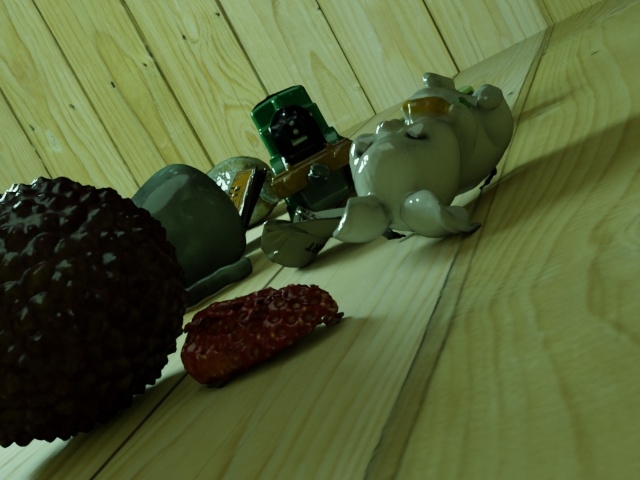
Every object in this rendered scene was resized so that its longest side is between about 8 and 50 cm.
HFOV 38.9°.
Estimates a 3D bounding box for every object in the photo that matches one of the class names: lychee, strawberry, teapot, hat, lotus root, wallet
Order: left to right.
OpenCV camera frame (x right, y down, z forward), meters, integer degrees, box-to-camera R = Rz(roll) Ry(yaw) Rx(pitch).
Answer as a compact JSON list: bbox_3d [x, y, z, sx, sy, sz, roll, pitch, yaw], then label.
[{"bbox_3d":[-0.311,0.080,1.063,0.306,0.306,0.330,-24,33,27],"label":"lychee"},{"bbox_3d":[-0.269,0.044,1.611,0.285,0.305,0.223,-42,-22,-30],"label":"teapot"},{"bbox_3d":[-0.221,-0.101,2.169,0.175,0.175,0.349,-36,9,-40],"label":"lotus root"},{"bbox_3d":[-0.171,-0.056,1.847,0.195,0.042,0.161,-71,16,-8],"label":"wallet"},{"bbox_3d":[-0.070,0.087,0.971,0.188,0.082,0.121,-28,6,22],"label":"strawberry"},{"bbox_3d":[0.000,0.000,1.321,0.175,0.085,0.147,1,10,23],"label":"hat"}]

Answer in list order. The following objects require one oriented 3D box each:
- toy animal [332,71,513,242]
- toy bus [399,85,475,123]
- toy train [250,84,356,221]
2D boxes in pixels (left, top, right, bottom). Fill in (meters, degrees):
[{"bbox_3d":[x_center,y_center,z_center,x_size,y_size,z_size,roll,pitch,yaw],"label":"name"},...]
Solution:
[{"bbox_3d":[0.137,-0.095,1.158,0.208,0.154,0.325,-3,40,19],"label":"toy animal"},{"bbox_3d":[0.213,-0.203,1.651,0.175,0.101,0.088,-31,9,-4],"label":"toy bus"},{"bbox_3d":[-0.031,-0.177,1.759,0.178,0.249,0.429,-28,9,1],"label":"toy train"}]
